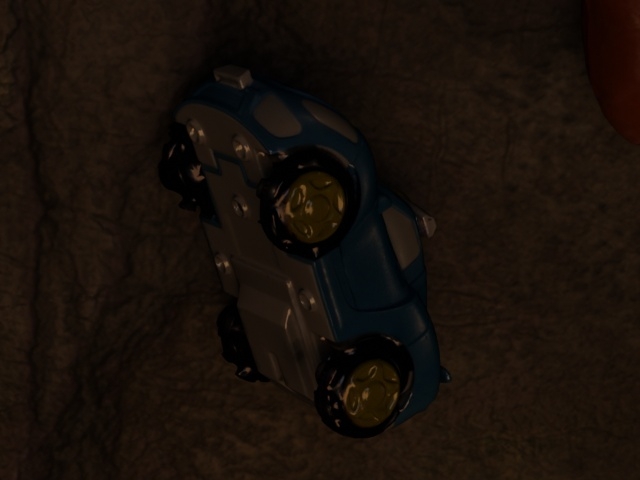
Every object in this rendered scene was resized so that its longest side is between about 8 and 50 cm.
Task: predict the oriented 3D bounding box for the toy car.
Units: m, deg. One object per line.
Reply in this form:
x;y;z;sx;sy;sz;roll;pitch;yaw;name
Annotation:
0.000;0.000;1.523;0.166;0.198;0.314;-29;116;-25;toy car

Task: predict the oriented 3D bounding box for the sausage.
0.254;-0.191;1.463;0.133;0.133;0.258;-6;120;0;sausage
